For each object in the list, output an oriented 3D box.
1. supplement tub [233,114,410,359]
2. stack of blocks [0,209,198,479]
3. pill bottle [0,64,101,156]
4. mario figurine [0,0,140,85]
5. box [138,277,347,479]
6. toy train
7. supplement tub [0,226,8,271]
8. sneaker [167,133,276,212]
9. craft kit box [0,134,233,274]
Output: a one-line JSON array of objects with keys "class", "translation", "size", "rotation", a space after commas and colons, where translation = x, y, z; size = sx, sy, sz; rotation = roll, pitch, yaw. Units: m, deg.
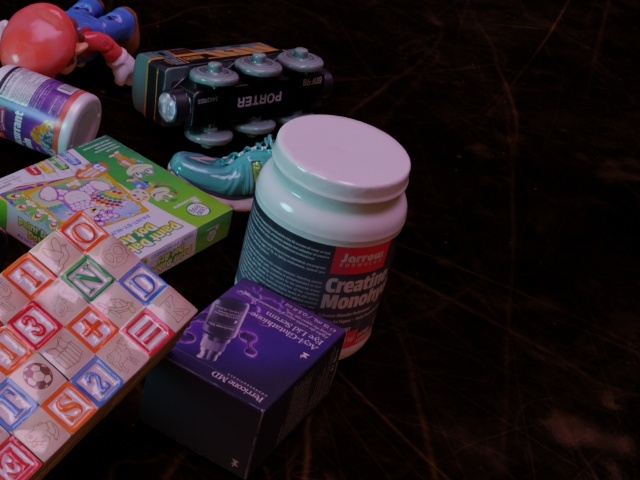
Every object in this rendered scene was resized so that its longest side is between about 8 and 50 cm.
[{"class": "supplement tub", "translation": [0.000, 0.000, 1.686], "size": [0.191, 0.272, 0.191], "rotation": [10, 33, -7]}, {"class": "stack of blocks", "translation": [-0.286, 0.121, 1.361], "size": [0.171, 0.087, 0.297], "rotation": [40, 48, 3]}, {"class": "pill bottle", "translation": [-0.430, -0.194, 1.963], "size": [0.193, 0.108, 0.108], "rotation": [21, 33, 11]}, {"class": "mario figurine", "translation": [-0.420, -0.301, 2.160], "size": [0.198, 0.170, 0.320], "rotation": [-14, 12, 22]}, {"class": "box", "translation": [-0.089, 0.157, 1.564], "size": [0.153, 0.108, 0.207], "rotation": [26, 34, 16]}, {"class": "toy train", "translation": [-0.141, -0.250, 2.151], "size": [0.334, 0.142, 0.190], "rotation": [-16, 34, -39]}, {"class": "supplement tub", "translation": [-0.495, -0.007, 1.652], "size": [0.198, 0.106, 0.106], "rotation": [23, 33, 13]}, {"class": "sneaker", "translation": [-0.089, -0.110, 1.971], "size": [0.275, 0.110, 0.107], "rotation": [3, 34, -17]}, {"class": "craft kit box", "translation": [-0.292, -0.038, 1.833], "size": [0.246, 0.061, 0.250], "rotation": [32, 36, 20]}]
